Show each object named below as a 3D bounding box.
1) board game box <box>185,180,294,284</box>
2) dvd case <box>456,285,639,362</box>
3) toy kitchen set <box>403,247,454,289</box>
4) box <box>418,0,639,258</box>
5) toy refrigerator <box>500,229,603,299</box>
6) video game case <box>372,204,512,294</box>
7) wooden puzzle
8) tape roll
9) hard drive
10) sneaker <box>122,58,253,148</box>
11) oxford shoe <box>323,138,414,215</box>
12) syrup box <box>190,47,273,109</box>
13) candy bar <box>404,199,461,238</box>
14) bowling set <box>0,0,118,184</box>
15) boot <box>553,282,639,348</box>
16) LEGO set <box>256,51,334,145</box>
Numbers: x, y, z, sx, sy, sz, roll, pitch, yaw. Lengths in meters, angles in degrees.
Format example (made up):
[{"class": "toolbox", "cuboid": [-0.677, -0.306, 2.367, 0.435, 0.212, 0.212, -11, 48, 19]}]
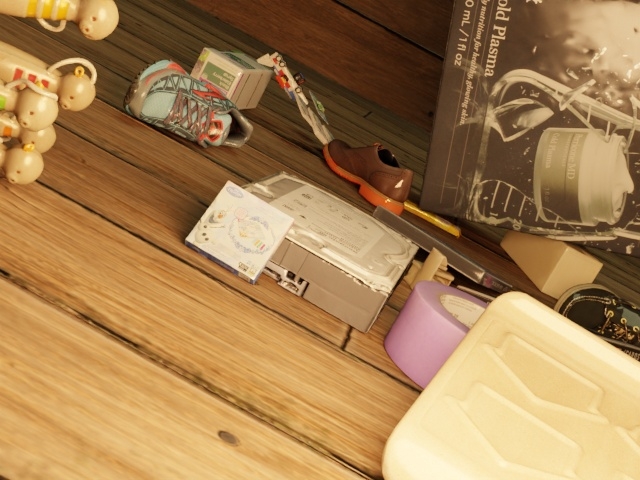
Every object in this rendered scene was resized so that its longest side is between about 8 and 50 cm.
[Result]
[{"class": "board game box", "cuboid": [-0.090, -0.009, 1.139, 0.090, 0.090, 0.020, 31, -24, 6]}, {"class": "dvd case", "cuboid": [0.335, 0.125, 1.473, 0.179, 0.030, 0.238, 16, 4, -42]}, {"class": "toy kitchen set", "cuboid": [0.178, 0.054, 1.458, 0.075, 0.068, 0.083, 20, 16, -31]}, {"class": "box", "cuboid": [0.477, -0.264, 1.950, 0.471, 0.480, 0.297, 12, 20, 13]}, {"class": "toy refrigerator", "cuboid": [0.461, 0.028, 2.030, 0.094, 0.102, 0.269, 24, 14, -16]}, {"class": "video game case", "cuboid": [0.203, 0.020, 1.626, 0.196, 0.026, 0.274, 33, 4, 20]}, {"class": "wooden puzzle", "cuboid": [0.242, 0.213, 0.917, 0.322, 0.080, 0.348, 32, 31, 13]}, {"class": "tape roll", "cuboid": [0.173, 0.128, 1.160, 0.189, 0.080, 0.189, 26, 14, -7]}, {"class": "hard drive", "cuboid": [0.000, 0.000, 1.322, 0.237, 0.064, 0.339, 30, 15, 7]}, {"class": "sneaker", "cuboid": [-0.196, -0.207, 1.600, 0.125, 0.104, 0.262, 38, 17, 26]}, {"class": "oxford shoe", "cuboid": [0.098, -0.146, 1.953, 0.097, 0.098, 0.271, 17, 18, -39]}, {"class": "syrup box", "cuboid": [-0.184, -0.332, 2.084, 0.093, 0.096, 0.237, 30, 13, 7]}, {"class": "candy bar", "cuboid": [0.208, -0.049, 1.990, 0.161, 0.018, 0.040, 28, 17, -2]}, {"class": "bowling set", "cuboid": [-0.310, -0.115, 0.985, 0.154, 0.287, 0.200, 17, 59, -14]}, {"class": "boot", "cuboid": [0.525, 0.162, 1.717, 0.236, 0.085, 0.178, 17, 21, -34]}, {"class": "LEGO set", "cuboid": [-0.044, -0.287, 2.115, 0.182, 0.060, 0.244, 45, 20, -51]}]
